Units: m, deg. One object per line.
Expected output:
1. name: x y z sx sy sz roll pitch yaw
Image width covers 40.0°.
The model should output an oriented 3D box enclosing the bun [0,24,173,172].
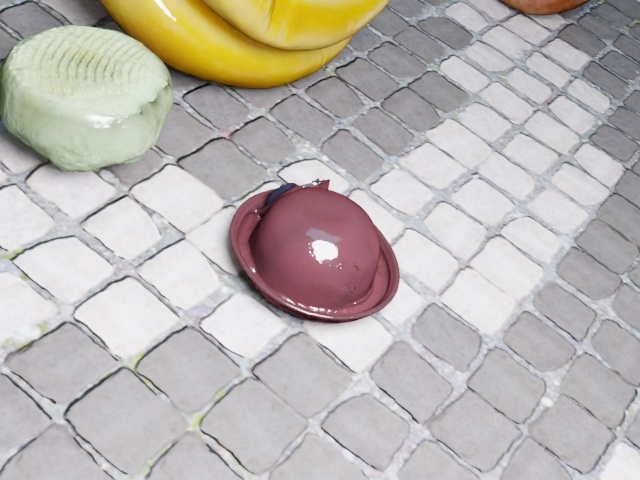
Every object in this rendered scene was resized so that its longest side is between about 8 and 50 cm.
1. bun: -0.259 -0.148 0.970 0.195 0.118 0.195 11 39 -9

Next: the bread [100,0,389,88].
1. bread: -0.087 -0.378 1.114 0.424 0.245 0.329 -2 67 -45

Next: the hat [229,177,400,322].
1. hat: 0.000 0.000 0.960 0.205 0.089 0.205 12 43 -12

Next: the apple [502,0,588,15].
1. apple: 0.403 -0.523 1.557 0.253 0.253 0.253 13 44 -12
